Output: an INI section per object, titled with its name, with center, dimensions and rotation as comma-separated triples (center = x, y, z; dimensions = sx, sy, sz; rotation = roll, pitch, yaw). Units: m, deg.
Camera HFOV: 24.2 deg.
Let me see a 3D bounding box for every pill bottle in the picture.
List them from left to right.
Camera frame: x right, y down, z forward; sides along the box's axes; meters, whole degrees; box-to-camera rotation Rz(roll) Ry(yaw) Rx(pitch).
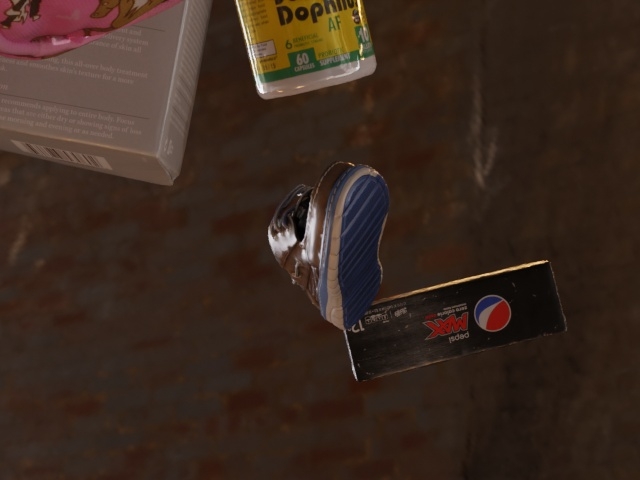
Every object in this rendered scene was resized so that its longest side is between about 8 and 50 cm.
[pill bottle]
center = -0.025, -0.244, 1.380
dimensions = 0.117, 0.208, 0.117
rotation = -13, -172, 2

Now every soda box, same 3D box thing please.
[soda box]
center = 0.103, 0.063, 1.168
dimensions = 0.169, 0.060, 0.053
rotation = -14, 180, 1

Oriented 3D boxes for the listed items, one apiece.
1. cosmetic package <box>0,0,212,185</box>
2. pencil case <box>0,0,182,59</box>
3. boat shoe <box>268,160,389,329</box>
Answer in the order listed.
[cosmetic package]
center = -0.123, -0.164, 0.851
dimensions = 0.127, 0.107, 0.238
rotation = 12, -97, 2
[pencil case]
center = -0.173, -0.274, 0.690
dimensions = 0.167, 0.160, 0.386
rotation = -34, -107, 8
[boat shoe]
center = 0.000, 0.000, 0.977
dimensions = 0.066, 0.183, 0.066
rotation = 31, -115, 16
